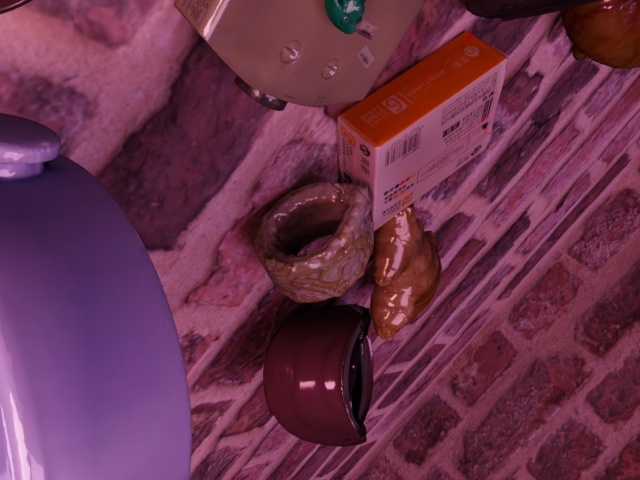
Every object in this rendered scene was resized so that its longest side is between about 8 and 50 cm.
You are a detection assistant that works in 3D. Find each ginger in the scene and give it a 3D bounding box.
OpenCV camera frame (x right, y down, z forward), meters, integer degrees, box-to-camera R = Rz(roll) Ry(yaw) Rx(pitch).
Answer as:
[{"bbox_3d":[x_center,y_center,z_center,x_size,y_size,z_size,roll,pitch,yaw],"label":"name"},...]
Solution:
[{"bbox_3d":[0.135,0.056,1.199,0.236,0.166,0.375,-53,141,1],"label":"ginger"}]

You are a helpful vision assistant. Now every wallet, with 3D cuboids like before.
[{"bbox_3d":[0.369,-0.343,0.813,0.170,0.321,0.044,-15,103,-44],"label":"wallet"}]

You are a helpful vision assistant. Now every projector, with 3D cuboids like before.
[{"bbox_3d":[-0.019,-0.234,0.631,0.269,0.088,0.194,2,128,-54],"label":"projector"}]

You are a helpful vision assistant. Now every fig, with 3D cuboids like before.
[{"bbox_3d":[0.505,-0.379,1.079,0.217,0.217,0.321,-42,176,-6],"label":"fig"}]

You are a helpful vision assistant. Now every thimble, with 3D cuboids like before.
[{"bbox_3d":[0.000,0.000,0.923,0.190,0.137,0.143,-36,149,-6],"label":"thimble"}]

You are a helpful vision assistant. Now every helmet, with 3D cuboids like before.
[{"bbox_3d":[-0.002,0.257,1.182,0.197,0.271,0.338,-1,173,8],"label":"helmet"}]

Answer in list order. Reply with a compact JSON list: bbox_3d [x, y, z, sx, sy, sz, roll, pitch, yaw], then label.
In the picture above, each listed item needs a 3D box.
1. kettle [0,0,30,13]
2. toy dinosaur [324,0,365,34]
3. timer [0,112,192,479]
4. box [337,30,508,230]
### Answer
[{"bbox_3d":[-0.237,-0.223,0.305,0.202,0.144,0.232,-17,148,-13],"label":"kettle"},{"bbox_3d":[0.043,-0.248,0.553,0.096,0.059,0.132,-36,158,-9],"label":"toy dinosaur"},{"bbox_3d":[-0.245,0.092,0.481,0.173,0.395,0.395,-10,137,-47],"label":"timer"},{"bbox_3d":[0.157,-0.165,0.962,0.273,0.091,0.221,-34,152,-19],"label":"box"}]
